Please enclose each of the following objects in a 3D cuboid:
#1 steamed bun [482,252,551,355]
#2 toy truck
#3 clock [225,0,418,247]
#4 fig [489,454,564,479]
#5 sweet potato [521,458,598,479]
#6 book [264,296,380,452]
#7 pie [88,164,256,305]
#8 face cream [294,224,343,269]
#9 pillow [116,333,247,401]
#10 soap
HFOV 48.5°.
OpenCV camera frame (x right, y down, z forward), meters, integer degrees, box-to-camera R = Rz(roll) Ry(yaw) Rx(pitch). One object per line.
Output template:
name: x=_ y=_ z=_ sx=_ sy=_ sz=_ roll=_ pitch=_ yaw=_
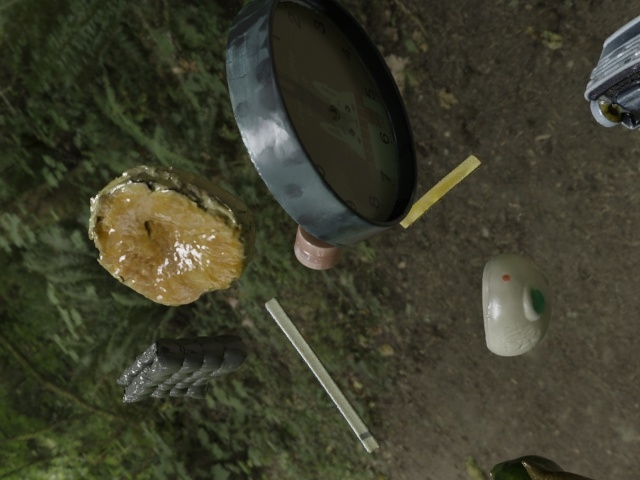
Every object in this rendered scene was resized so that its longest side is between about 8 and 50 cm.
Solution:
steamed bun: x=0.408 y=0.132 z=1.468 sx=0.130 sy=0.177 sz=0.228 roll=1 pitch=123 yaw=22
toy truck: x=0.573 y=-0.195 z=1.046 sx=0.367 sy=0.175 sz=0.146 roll=27 pitch=155 yaw=-16
clock: x=0.018 y=-0.183 z=1.026 sx=0.076 sy=0.386 sz=0.386 roll=-20 pitch=112 yaw=31
fig: x=0.481 y=0.596 z=1.688 sx=0.244 sy=0.195 sz=0.195 roll=25 pitch=147 yaw=52
sweet potato: x=0.529 y=0.504 z=1.445 sx=0.249 sy=0.069 sz=0.060 roll=7 pitch=96 yaw=26
book: x=0.000 y=0.213 z=1.136 sx=0.269 sy=0.025 sz=0.191 roll=54 pitch=173 yaw=9
pie: x=-0.294 y=-0.003 z=1.395 sx=0.339 sy=0.083 sz=0.340 roll=3 pitch=129 yaw=3
face cream: x=0.000 y=0.000 z=2.139 sx=0.149 sy=0.149 sz=0.104 roll=41 pitch=144 yaw=22
pillow: x=-0.335 y=0.307 z=1.711 sx=0.326 sy=0.228 sz=0.101 roll=-44 pitch=53 yaw=49
soap: x=0.303 y=-0.124 z=1.778 sx=0.037 sy=0.252 sz=0.092 roll=50 pitch=-161 yaw=7
